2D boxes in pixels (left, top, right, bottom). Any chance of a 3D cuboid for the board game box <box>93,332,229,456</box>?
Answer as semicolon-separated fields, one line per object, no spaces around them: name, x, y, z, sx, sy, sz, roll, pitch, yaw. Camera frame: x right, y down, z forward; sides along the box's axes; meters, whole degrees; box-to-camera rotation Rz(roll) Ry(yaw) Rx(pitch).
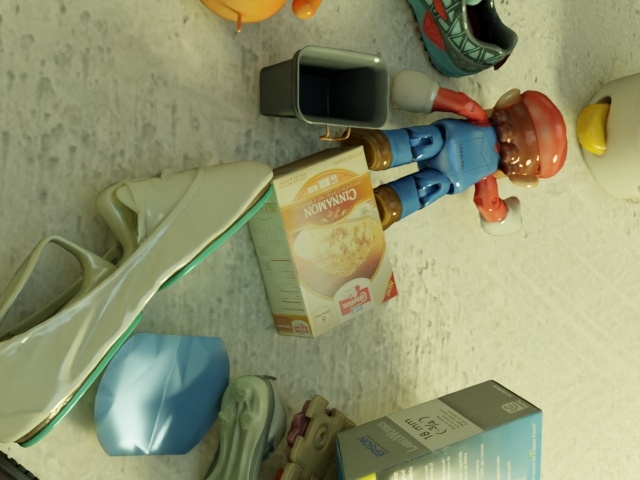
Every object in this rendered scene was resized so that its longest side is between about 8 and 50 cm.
board game box;-0.172;0.156;1.241;0.168;0.033;0.133;8;101;-44

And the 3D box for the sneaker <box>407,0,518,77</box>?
sneaker;0.164;-0.326;1.467;0.104;0.125;0.262;-50;120;-29

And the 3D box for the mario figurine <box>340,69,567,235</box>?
mario figurine;0.169;-0.104;1.503;0.320;0.170;0.198;-14;136;-29

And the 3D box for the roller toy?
roller toy;0.480;-0.149;1.721;0.209;0.146;0.191;-39;105;-27

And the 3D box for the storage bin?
storage bin;-0.001;-0.162;1.350;0.135;0.091;0.098;0;90;-39

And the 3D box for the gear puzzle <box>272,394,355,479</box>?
gear puzzle;-0.043;0.348;1.333;0.175;0.044;0.339;46;61;-53

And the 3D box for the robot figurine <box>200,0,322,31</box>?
robot figurine;-0.065;-0.324;1.276;0.219;0.128;0.158;-56;143;-26

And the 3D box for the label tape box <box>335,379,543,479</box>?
label tape box;0.095;0.325;1.370;0.333;0.106;0.241;-15;115;-27

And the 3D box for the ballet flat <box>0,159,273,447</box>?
ballet flat;-0.201;0.021;1.167;0.400;0.139;0.139;-48;119;-27

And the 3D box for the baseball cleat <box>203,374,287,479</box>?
baseball cleat;-0.080;0.248;1.297;0.109;0.072;0.206;8;99;-62

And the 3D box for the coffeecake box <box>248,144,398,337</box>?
coffeecake box;0.000;0.000;1.366;0.142;0.068;0.186;-24;106;-39

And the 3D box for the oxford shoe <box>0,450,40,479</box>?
oxford shoe;-0.277;0.291;1.124;0.096;0.083;0.227;-39;113;-29
